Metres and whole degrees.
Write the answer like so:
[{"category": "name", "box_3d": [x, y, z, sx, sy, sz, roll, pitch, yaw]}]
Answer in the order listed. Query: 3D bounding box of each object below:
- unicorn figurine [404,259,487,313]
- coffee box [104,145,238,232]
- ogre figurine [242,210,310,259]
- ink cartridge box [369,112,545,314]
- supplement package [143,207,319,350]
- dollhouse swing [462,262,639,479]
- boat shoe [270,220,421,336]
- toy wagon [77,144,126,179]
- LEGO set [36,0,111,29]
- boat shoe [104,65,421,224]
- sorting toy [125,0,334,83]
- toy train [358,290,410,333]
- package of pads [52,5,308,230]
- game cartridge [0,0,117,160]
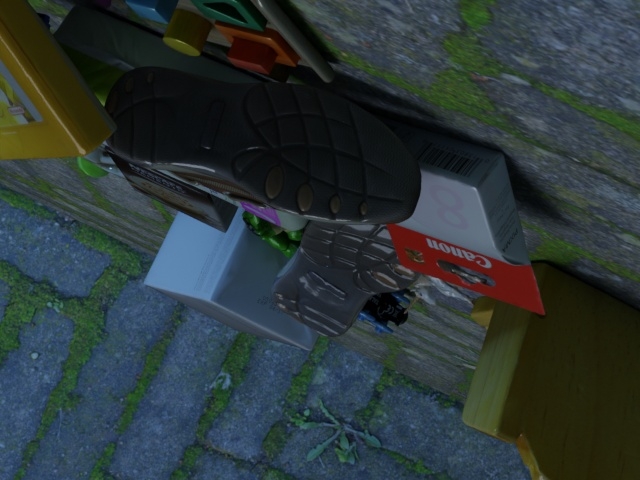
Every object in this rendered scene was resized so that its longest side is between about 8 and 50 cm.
[{"category": "unicorn figurine", "box_3d": [0.169, 0.058, 2.235, 0.111, 0.060, 0.162, 23, 155, 19]}, {"category": "coffee box", "box_3d": [-0.168, -0.100, 2.073, 0.141, 0.098, 0.246, 24, 172, 7]}, {"category": "ogre figurine", "box_3d": [0.000, 0.000, 2.240, 0.197, 0.097, 0.118, -12, 139, 26]}, {"category": "ink cartridge box", "box_3d": [0.112, -0.013, 1.651, 0.189, 0.066, 0.232, 20, 142, 35]}, {"category": "supplement package", "box_3d": [-0.105, 0.033, 2.450, 0.177, 0.175, 0.293, 28, 172, -24]}, {"category": "dollhouse swing", "box_3d": [0.322, 0.221, 2.030, 0.347, 0.315, 0.305, 27, 152, -12]}, {"category": "boat shoe", "box_3d": [0.049, -0.012, 1.899, 0.132, 0.130, 0.355, 35, 150, -9]}, {"category": "toy wagon", "box_3d": [-0.351, -0.161, 2.363, 0.344, 0.068, 0.267, 31, 170, -27]}, {"category": "LEGO set", "box_3d": [-0.289, -0.229, 1.676, 0.227, 0.087, 0.093, 18, 169, 48]}, {"category": "boat shoe", "box_3d": [-0.047, -0.087, 1.596, 0.324, 0.123, 0.116, 20, 175, 22]}, {"category": "sorting toy", "box_3d": [-0.100, -0.193, 1.470, 0.196, 0.047, 0.347, 22, 171, 26]}, {"category": "toy train", "box_3d": [0.060, 0.079, 2.611, 0.184, 0.080, 0.105, 30, 180, -43]}, {"category": "package of pads", "box_3d": [-0.136, -0.127, 1.808, 0.296, 0.101, 0.229, 25, 171, 10]}, {"category": "game cartridge", "box_3d": [-0.358, -0.216, 1.620, 0.324, 0.053, 0.285, 54, 156, -20]}]
